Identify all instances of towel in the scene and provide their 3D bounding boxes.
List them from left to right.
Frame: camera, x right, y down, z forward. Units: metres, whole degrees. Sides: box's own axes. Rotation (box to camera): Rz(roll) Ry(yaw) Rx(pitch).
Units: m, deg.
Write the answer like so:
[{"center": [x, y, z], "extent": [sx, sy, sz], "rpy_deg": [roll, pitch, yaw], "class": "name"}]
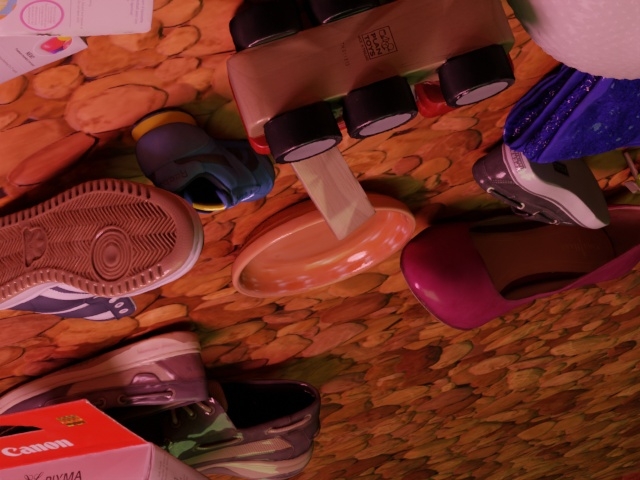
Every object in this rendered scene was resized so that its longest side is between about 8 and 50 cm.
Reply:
[{"center": [0.353, -0.154, 1.685], "extent": [0.308, 0.076, 0.227], "rpy_deg": [-10, 159, -26], "class": "towel"}]

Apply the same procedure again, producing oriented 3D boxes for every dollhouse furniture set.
[{"center": [0.372, -0.095, 1.933], "extent": [0.076, 0.058, 0.152], "rpy_deg": [-28, 179, 1], "class": "dollhouse furniture set"}]

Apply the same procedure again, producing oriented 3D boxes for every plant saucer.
[{"center": [0.000, 0.000, 1.804], "extent": [0.200, 0.037, 0.200], "rpy_deg": [-17, 160, -6], "class": "plant saucer"}]

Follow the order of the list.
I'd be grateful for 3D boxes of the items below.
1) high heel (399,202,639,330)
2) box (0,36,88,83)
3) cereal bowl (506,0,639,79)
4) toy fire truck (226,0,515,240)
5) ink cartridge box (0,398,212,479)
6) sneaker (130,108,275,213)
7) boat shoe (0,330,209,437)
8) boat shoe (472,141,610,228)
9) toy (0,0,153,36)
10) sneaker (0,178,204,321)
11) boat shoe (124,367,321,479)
[{"center": [0.237, 0.003, 1.925], "extent": [0.181, 0.127, 0.377], "rpy_deg": [-31, 168, 30], "class": "high heel"}, {"center": [-0.271, -0.136, 1.192], "extent": [0.186, 0.038, 0.145], "rpy_deg": [-22, 160, 7], "class": "box"}, {"center": [0.312, -0.226, 1.369], "extent": [0.339, 0.141, 0.339], "rpy_deg": [-17, 159, -7], "class": "cereal bowl"}, {"center": [0.043, -0.109, 1.432], "extent": [0.217, 0.158, 0.246], "rpy_deg": [-19, 172, -5], "class": "toy fire truck"}, {"center": [-0.297, 0.270, 1.961], "extent": [0.275, 0.060, 0.239], "rpy_deg": [-13, 146, 29], "class": "ink cartridge box"}, {"center": [-0.094, -0.049, 1.526], "extent": [0.069, 0.082, 0.209], "rpy_deg": [-29, 160, 17], "class": "sneaker"}, {"center": [-0.257, 0.189, 1.965], "extent": [0.285, 0.092, 0.103], "rpy_deg": [-23, 161, 9], "class": "boat shoe"}, {"center": [0.230, -0.052, 1.834], "extent": [0.076, 0.080, 0.228], "rpy_deg": [-23, 160, 26], "class": "boat shoe"}, {"center": [-0.219, -0.189, 1.062], "extent": [0.237, 0.056, 0.137], "rpy_deg": [-5, 140, -16], "class": "toy"}, {"center": [-0.177, 0.013, 1.520], "extent": [0.282, 0.099, 0.153], "rpy_deg": [-10, 168, 37], "class": "sneaker"}, {"center": [-0.157, 0.213, 2.121], "extent": [0.355, 0.132, 0.130], "rpy_deg": [-1, 127, -33], "class": "boat shoe"}]
